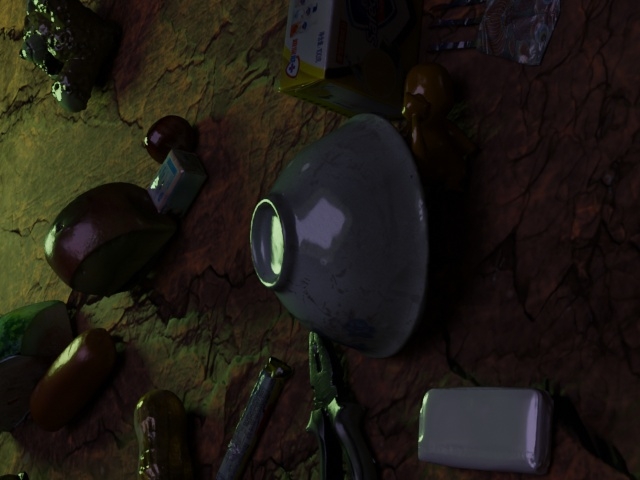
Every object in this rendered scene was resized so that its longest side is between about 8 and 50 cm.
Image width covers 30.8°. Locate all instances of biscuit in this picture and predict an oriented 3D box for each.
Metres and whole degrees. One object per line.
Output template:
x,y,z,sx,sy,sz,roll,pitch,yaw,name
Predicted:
-0.114,0.298,1.655,0.048,0.026,0.292,40,111,48,biscuit

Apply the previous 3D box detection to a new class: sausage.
-0.437,0.246,2.038,0.238,0.098,0.098,-49,44,29,sausage

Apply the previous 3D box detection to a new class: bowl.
0.000,0.000,1.430,0.313,0.146,0.313,175,90,-65,bowl

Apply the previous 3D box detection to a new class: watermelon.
-0.585,0.246,2.197,0.305,0.180,0.224,-46,2,39,watermelon

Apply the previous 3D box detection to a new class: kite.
0.206,-0.270,1.445,0.229,0.016,0.127,0,75,52,kite

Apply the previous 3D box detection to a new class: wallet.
0.181,0.210,1.300,0.190,0.033,0.095,-6,72,51,wallet

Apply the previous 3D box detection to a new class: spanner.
0.026,0.259,1.477,0.095,0.040,0.325,-39,51,39,spanner

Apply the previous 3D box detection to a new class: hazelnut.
-0.253,-0.167,1.954,0.086,0.086,0.086,-21,62,47,hazelnut

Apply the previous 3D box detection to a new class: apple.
-0.355,-0.008,1.941,0.174,0.207,0.188,39,106,9,apple

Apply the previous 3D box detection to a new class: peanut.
-0.238,0.323,1.757,0.087,0.087,0.207,-39,49,38,peanut

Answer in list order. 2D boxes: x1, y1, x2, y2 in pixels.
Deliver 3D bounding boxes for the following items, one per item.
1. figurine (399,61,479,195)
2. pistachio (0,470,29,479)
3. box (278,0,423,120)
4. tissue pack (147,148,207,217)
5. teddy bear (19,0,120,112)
0.126,-0.146,1.415,0.121,0.122,0.176,-6,63,16,figurine
-0.597,0.504,2.126,0.210,0.130,0.165,-50,40,17,pistachio
0.047,-0.302,1.538,0.097,0.168,0.265,-6,72,48,box
-0.237,-0.096,1.918,0.094,0.058,0.074,-55,44,26,tissue pack
-0.513,-0.400,2.301,0.256,0.156,0.267,14,119,49,teddy bear
